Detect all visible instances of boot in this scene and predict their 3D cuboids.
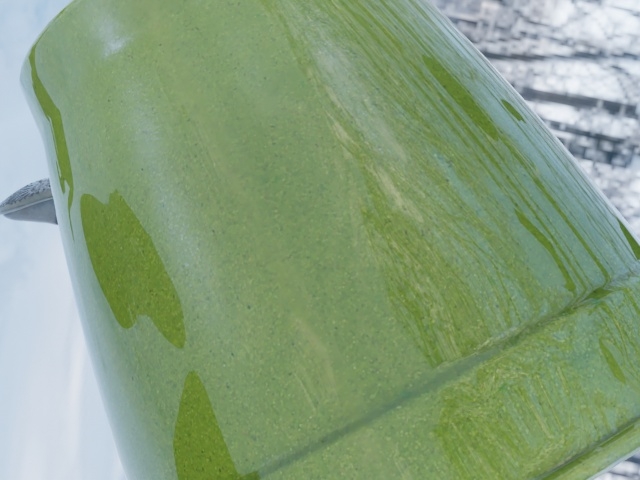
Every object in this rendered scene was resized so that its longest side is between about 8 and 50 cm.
[{"bbox_3d":[-0.341,0.012,1.702,0.208,0.190,0.076,65,34,-23],"label":"boot"}]

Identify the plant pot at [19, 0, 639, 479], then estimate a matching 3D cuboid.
[{"bbox_3d":[0.000,0.000,0.738,0.353,0.366,0.366,63,-2,7],"label":"plant pot"}]
